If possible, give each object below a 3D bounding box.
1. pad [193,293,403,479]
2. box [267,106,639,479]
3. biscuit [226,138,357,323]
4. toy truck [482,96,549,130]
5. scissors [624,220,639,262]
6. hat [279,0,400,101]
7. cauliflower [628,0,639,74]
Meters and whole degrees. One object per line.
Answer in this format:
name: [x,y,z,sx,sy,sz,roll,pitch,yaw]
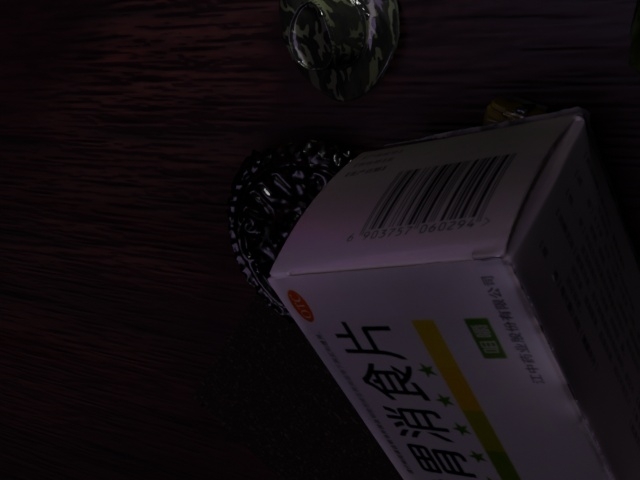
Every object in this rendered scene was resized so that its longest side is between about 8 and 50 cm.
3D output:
pad: [0.016,0.221,0.814,0.330,0.004,0.220,41,129,8]
box: [0.134,0.092,0.528,0.173,0.145,0.332,-5,127,42]
biscuit: [0.000,0.000,0.675,0.195,0.053,0.194,15,121,25]
toy truck: [0.135,-0.047,0.557,0.052,0.063,0.123,23,125,20]
scissors: [0.248,0.043,0.563,0.088,0.017,0.220,-31,95,42]
hat: [0.004,-0.164,0.588,0.121,0.050,0.121,14,119,28]
cauliflower: [0.270,-0.066,0.380,0.239,0.315,0.256,-21,59,15]
